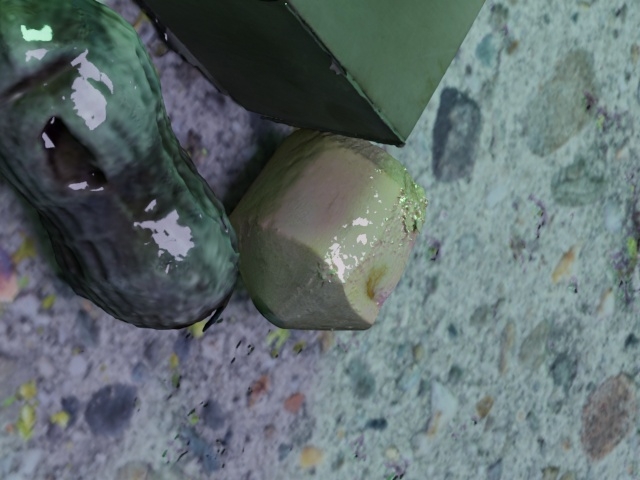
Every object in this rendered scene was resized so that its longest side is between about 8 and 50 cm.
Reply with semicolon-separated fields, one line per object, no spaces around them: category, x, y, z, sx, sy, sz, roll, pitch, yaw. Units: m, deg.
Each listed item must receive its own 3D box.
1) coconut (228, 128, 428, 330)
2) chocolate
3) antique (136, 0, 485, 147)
coconut;0.000;0.000;1.247;0.116;0.116;0.122;45;70;-43
chocolate;-0.124;-0.044;1.118;0.110;0.110;0.248;-45;133;-26
antique;-0.004;-0.161;1.169;0.148;0.146;0.152;-59;135;-16
